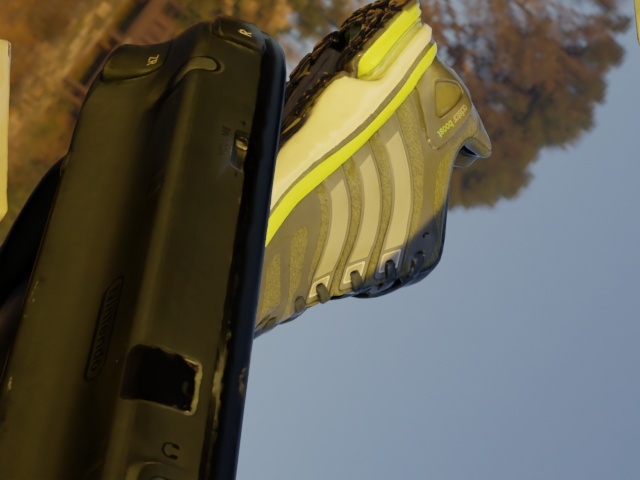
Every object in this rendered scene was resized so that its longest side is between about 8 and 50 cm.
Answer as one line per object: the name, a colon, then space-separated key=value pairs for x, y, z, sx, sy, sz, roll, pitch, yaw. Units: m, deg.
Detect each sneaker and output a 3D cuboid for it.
sneaker: x=0.000 y=0.000 z=0.763 sx=0.300 sy=0.121 sz=0.111 roll=-53 pitch=-162 yaw=-24

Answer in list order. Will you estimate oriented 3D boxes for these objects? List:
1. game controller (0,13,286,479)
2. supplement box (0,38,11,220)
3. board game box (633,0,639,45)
game controller: x=-0.075 y=0.067 z=0.420 sx=0.166 sy=0.067 sz=0.319 roll=-54 pitch=-160 yaw=39
supplement box: x=-0.216 y=-0.001 z=0.544 sx=0.239 sy=0.130 sz=0.073 roll=-40 pitch=-132 yaw=51
board game box: x=0.361 y=-0.260 z=0.955 sx=0.303 sy=0.224 sz=0.097 roll=-5 pitch=-176 yaw=30
